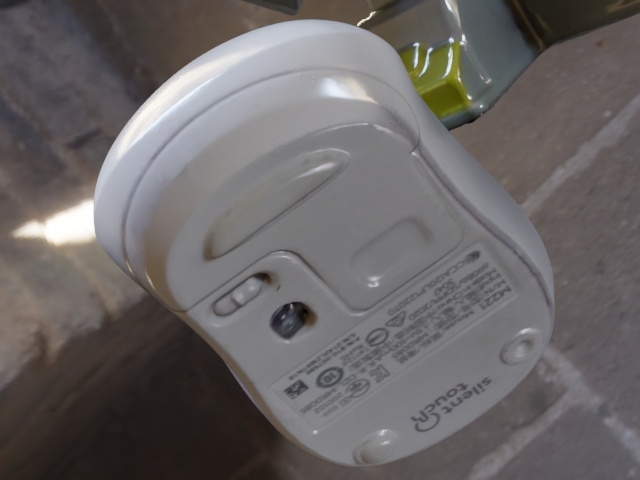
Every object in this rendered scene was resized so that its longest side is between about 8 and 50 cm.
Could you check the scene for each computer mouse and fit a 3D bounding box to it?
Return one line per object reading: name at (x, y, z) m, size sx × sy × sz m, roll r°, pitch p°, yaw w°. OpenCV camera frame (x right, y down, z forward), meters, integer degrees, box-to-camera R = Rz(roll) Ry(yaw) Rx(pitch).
computer mouse at (0.000, 0.000, 0.801) m, size 0.184 × 0.297 × 0.121 m, roll -40°, pitch 49°, yaw 7°

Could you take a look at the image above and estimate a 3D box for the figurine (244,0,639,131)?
figurine at (0.050, -0.218, 0.842) m, size 0.285 × 0.342 × 0.167 m, roll 59°, pitch 160°, yaw -11°
